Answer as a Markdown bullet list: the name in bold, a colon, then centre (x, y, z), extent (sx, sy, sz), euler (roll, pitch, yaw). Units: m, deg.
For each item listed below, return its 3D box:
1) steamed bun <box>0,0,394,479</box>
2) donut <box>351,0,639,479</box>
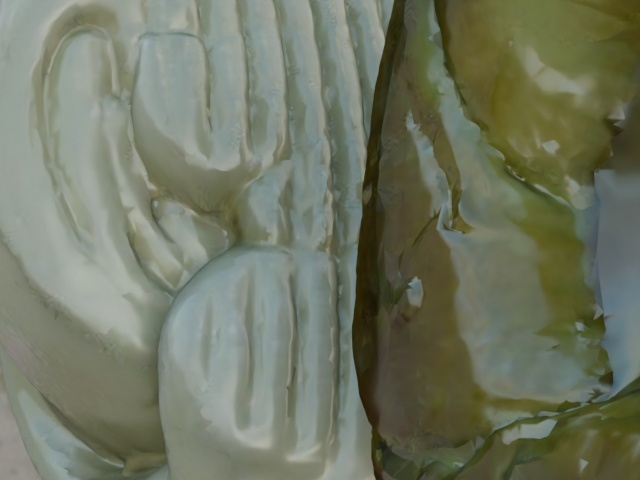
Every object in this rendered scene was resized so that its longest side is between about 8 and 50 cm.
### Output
- **steamed bun**: centre (0.000, 0.000, 0.774), extent (0.368, 0.255, 0.342), euler (3, 65, -28)
- **donut**: centre (0.134, -0.022, 0.450), extent (0.170, 0.360, 0.360), euler (7, 34, -23)
